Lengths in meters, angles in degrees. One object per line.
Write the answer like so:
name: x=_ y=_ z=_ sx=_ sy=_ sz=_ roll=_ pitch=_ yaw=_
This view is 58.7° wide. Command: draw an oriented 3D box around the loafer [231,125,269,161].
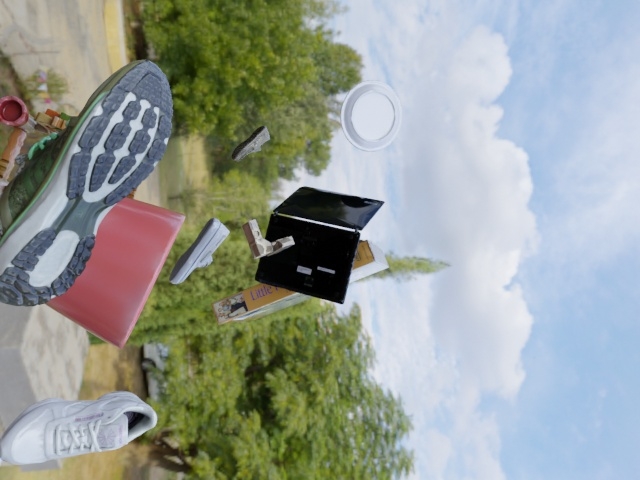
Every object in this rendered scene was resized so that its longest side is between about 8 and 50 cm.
loafer: x=-0.214 y=-0.293 z=1.777 sx=0.050 sy=0.148 sz=0.056 roll=49 pitch=-4 yaw=-30

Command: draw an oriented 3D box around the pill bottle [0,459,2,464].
pill bottle: x=-0.826 y=0.605 z=1.216 sx=0.182 sy=0.181 sz=0.323 roll=101 pitch=4 yaw=-55

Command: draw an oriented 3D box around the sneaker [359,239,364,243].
sneaker: x=0.075 y=0.042 z=1.739 sx=0.086 sy=0.192 sz=0.064 roll=61 pitch=40 yaw=-46

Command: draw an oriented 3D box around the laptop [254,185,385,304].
laptop: x=0.000 y=0.000 z=1.370 sx=0.136 sy=0.234 sz=0.265 roll=20 pitch=83 yaw=-67

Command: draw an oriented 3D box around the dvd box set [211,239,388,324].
dvd box set: x=-0.038 y=0.114 z=1.496 sx=0.307 sy=0.420 sz=0.062 roll=22 pitch=47 yaw=-76

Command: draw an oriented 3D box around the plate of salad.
plate of salad: x=0.143 y=-0.354 z=1.626 sx=0.048 sy=0.199 sz=0.200 roll=-153 pitch=-120 yaw=-65

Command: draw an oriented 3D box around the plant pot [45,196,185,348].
plant pot: x=-0.412 y=0.025 z=1.031 sx=0.275 sy=0.243 sz=0.275 roll=-60 pitch=-167 yaw=23

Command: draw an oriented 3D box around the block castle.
block castle: x=-0.751 y=-0.209 z=1.674 sx=0.213 sy=0.452 sz=0.303 roll=154 pitch=-44 yaw=-80

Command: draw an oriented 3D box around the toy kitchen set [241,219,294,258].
toy kitchen set: x=-0.097 y=-0.014 z=1.143 sx=0.068 sy=0.083 sz=0.075 roll=-27 pitch=-97 yaw=54

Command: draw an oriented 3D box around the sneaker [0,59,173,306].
sneaker: x=-0.388 y=-0.112 z=0.846 sx=0.410 sy=0.182 sz=0.158 roll=-54 pitch=158 yaw=1

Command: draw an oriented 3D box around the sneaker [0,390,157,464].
sneaker: x=-0.481 y=0.378 z=1.161 sx=0.152 sy=0.305 sz=0.114 roll=2 pitch=-85 yaw=45

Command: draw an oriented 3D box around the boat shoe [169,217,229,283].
boat shoe: x=-0.348 y=0.044 z=1.665 sx=0.226 sy=0.075 sz=0.083 roll=-54 pitch=-154 yaw=-5
